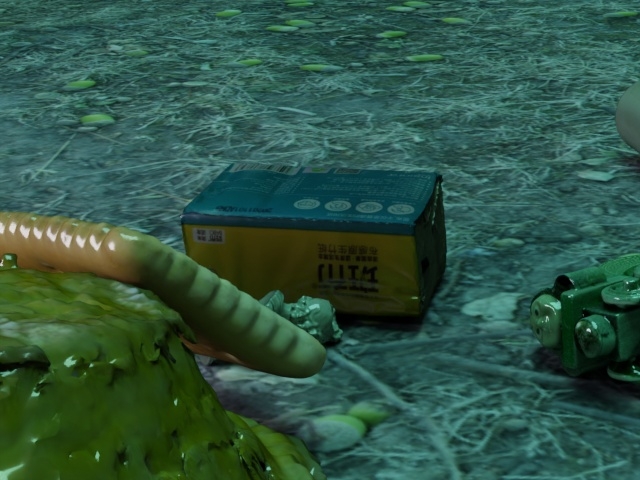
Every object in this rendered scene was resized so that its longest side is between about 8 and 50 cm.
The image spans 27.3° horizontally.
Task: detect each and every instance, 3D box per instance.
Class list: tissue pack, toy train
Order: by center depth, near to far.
[{"bbox_3d":[0.215,0.039,0.840,0.178,0.071,0.104,-13,15,-32],"label":"toy train"},{"bbox_3d":[0.000,0.000,0.942,0.169,0.082,0.120,4,22,14],"label":"tissue pack"}]

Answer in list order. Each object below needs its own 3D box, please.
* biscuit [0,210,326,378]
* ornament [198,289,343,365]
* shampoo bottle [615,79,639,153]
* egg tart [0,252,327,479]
[{"bbox_3d":[-0.123,0.030,0.776,0.249,0.030,0.160,6,-23,49],"label":"biscuit"},{"bbox_3d":[-0.036,0.054,0.859,0.092,0.041,0.068,-11,-4,7],"label":"ornament"},{"bbox_3d":[0.337,-0.101,1.181,0.118,0.087,0.234,-6,20,-3],"label":"shampoo bottle"},{"bbox_3d":[-0.157,0.086,0.592,0.341,0.132,0.341,8,9,-1],"label":"egg tart"}]
